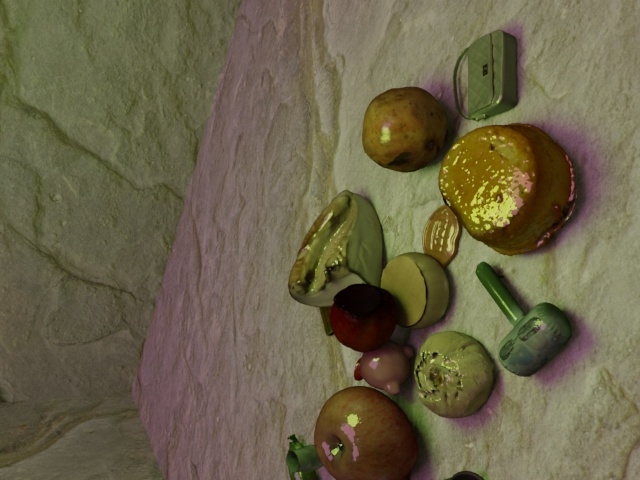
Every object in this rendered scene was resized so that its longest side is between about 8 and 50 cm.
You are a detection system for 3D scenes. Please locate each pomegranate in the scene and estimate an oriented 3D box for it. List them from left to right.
[{"bbox_3d":[0.268,-0.358,1.756,0.281,0.281,0.281,-10,77,52],"label":"pomegranate"}]

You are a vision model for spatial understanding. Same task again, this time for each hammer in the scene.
[{"bbox_3d":[0.520,0.186,1.490,0.206,0.118,0.336,-57,38,30],"label":"hammer"}]

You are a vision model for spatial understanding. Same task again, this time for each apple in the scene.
[{"bbox_3d":[0.132,0.639,1.758,0.345,0.269,0.345,38,139,44],"label":"apple"}]

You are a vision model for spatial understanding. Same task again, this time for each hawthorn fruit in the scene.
[{"bbox_3d":[0.136,0.259,1.743,0.215,0.215,0.250,43,129,47],"label":"hawthorn fruit"}]

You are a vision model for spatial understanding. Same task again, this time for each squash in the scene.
[{"bbox_3d":[-0.062,0.946,2.149,0.101,0.101,0.379,-50,47,36],"label":"squash"}]

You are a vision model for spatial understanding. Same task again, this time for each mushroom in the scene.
[{"bbox_3d":[0.060,0.027,1.984,0.313,0.224,0.397,-28,41,42],"label":"mushroom"}]

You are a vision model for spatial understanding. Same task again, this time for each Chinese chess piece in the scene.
[{"bbox_3d":[0.298,0.161,1.761,0.249,0.103,0.250,5,96,57],"label":"Chinese chess piece"}]

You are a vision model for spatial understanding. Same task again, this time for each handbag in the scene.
[{"bbox_3d":[0.481,-0.488,1.652,0.219,0.079,0.256,-10,76,56],"label":"handbag"}]

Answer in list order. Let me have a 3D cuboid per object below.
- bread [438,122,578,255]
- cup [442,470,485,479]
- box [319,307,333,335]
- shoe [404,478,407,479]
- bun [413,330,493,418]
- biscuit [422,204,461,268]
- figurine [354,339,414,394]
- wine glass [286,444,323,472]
[{"bbox_3d":[0.491,-0.142,1.483,0.358,0.204,0.337,58,133,35],"label":"bread"},{"bbox_3d":[0.342,0.788,1.580,0.288,0.203,0.203,-44,52,49],"label":"cup"},{"bbox_3d":[0.071,0.277,2.121,0.193,0.030,0.121,-40,55,42],"label":"box"},{"bbox_3d":[0.219,0.811,1.828,0.194,0.074,0.077,-11,65,49],"label":"shoe"},{"bbox_3d":[0.370,0.395,1.614,0.259,0.152,0.260,-5,84,52],"label":"bun"},{"bbox_3d":[0.384,-0.012,1.750,0.142,0.029,0.221,23,104,52],"label":"biscuit"},{"bbox_3d":[0.214,0.409,1.809,0.173,0.173,0.173,-10,77,52],"label":"figurine"},{"bbox_3d":[-0.026,0.806,2.033,0.093,0.202,0.093,-13,74,52],"label":"wine glass"}]
